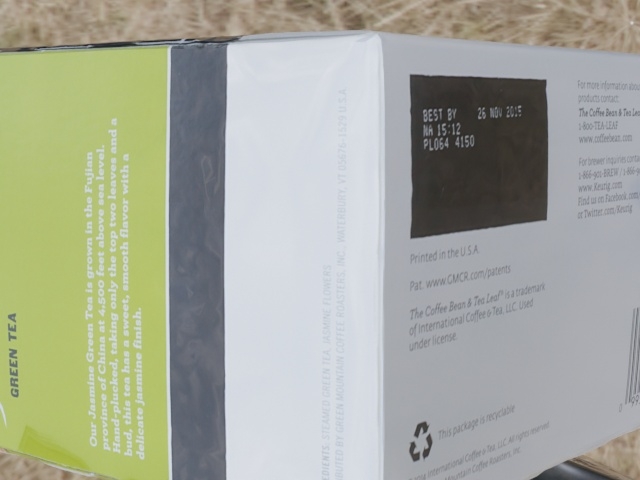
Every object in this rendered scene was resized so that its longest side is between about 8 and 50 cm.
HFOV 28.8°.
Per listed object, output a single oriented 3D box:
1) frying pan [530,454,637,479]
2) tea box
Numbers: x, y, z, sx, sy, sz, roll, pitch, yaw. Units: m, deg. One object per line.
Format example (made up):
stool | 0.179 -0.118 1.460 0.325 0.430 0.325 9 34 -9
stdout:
frying pan | 0.241 0.213 1.020 0.326 0.197 0.053 21 89 -26
tea box | 0.000 0.000 0.712 0.323 0.329 0.220 6 98 39
